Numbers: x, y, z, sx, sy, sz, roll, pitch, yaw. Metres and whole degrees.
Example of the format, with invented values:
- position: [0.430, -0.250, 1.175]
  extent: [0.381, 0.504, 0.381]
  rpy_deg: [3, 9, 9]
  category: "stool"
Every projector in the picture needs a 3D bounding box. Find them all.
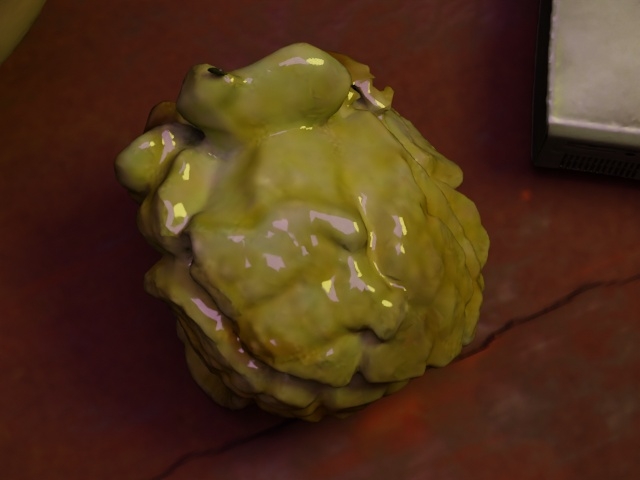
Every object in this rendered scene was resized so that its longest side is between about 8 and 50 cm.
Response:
- position: [0.151, -0.098, 0.724]
  extent: [0.115, 0.061, 0.147]
  rpy_deg: [8, 73, -1]
  category: "projector"

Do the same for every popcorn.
- position: [0.000, 0.000, 0.653]
  extent: [0.141, 0.162, 0.135]
  rpy_deg: [-9, 33, -41]
  category: "popcorn"

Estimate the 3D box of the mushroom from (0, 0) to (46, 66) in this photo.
- position: [-0.256, -0.182, 0.615]
  extent: [0.315, 0.315, 0.356]
  rpy_deg: [-38, 63, -12]
  category: "mushroom"
